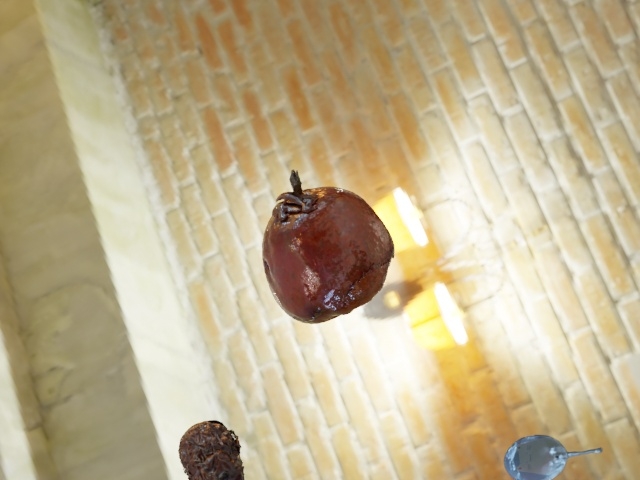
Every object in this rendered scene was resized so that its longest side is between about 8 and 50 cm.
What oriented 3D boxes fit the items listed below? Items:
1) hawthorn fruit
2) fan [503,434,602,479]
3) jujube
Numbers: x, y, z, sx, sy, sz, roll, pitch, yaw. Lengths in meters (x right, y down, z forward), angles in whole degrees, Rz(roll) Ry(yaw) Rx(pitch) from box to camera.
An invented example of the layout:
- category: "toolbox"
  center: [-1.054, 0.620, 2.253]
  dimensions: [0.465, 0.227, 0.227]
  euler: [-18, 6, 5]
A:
- category: "hawthorn fruit"
  center: [0.000, 0.000, 2.051]
  dimensions: [0.276, 0.276, 0.307]
  euler: [-64, -49, -73]
- category: "fan"
  center: [0.414, 0.385, 1.858]
  dimensions: [0.005, 0.176, 0.113]
  euler: [-91, -9, -60]
- category: "jujube"
  center: [-0.177, 0.355, 1.675]
  dimensions: [0.104, 0.104, 0.166]
  euler: [59, 180, -24]
